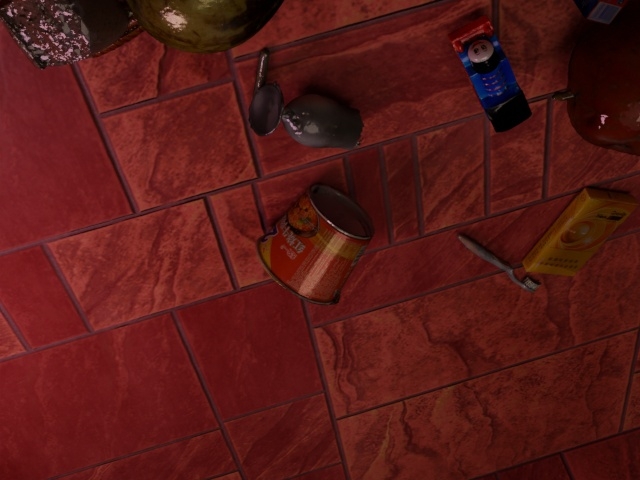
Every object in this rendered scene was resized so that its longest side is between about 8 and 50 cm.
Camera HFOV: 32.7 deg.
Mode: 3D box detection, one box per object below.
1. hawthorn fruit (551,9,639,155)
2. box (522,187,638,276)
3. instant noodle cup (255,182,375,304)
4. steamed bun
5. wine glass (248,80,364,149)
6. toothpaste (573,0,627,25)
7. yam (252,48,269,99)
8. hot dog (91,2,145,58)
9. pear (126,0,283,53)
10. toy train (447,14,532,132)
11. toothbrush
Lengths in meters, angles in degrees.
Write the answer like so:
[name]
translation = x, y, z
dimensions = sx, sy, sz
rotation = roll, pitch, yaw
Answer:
[hawthorn fruit]
translation = 0.585, -0.292, 2.050
dimensions = 0.300, 0.275, 0.275
rotation = -6, 142, 1
[box]
translation = 0.608, -0.016, 2.568
dimensions = 0.152, 0.043, 0.269
rotation = 6, 137, -29
[instant noodle cup]
translation = 0.000, 0.000, 2.215
dimensions = 0.213, 0.213, 0.174
rotation = 17, 122, -37
[steamed bun]
translation = -0.399, -0.344, 1.673
dimensions = 0.175, 0.106, 0.145
rotation = -19, 132, 13
[wine glass]
translation = -0.019, -0.223, 1.992
dimensions = 0.222, 0.103, 0.103
rotation = 7, 136, -43
[toothpaste]
translation = 0.558, -0.524, 1.893
dimensions = 0.066, 0.076, 0.320
rotation = 7, 136, -30
[yam]
translation = -0.105, -0.293, 1.941
dimensions = 0.021, 0.021, 0.116
rotation = -5, 139, -17
[hot dog]
translation = -0.339, -0.337, 1.772
dimensions = 0.144, 0.038, 0.062
rotation = -28, 142, 12
[pear]
translation = -0.161, -0.410, 1.580
dimensions = 0.283, 0.283, 0.283
rotation = -12, 142, -9
[toy train]
translation = 0.314, -0.307, 2.011
dimensions = 0.083, 0.131, 0.204
rotation = -26, 142, 10
[toothbrush]
translation = 0.423, 0.055, 2.591
dimensions = 0.037, 0.028, 0.375
rotation = -42, 138, 19
